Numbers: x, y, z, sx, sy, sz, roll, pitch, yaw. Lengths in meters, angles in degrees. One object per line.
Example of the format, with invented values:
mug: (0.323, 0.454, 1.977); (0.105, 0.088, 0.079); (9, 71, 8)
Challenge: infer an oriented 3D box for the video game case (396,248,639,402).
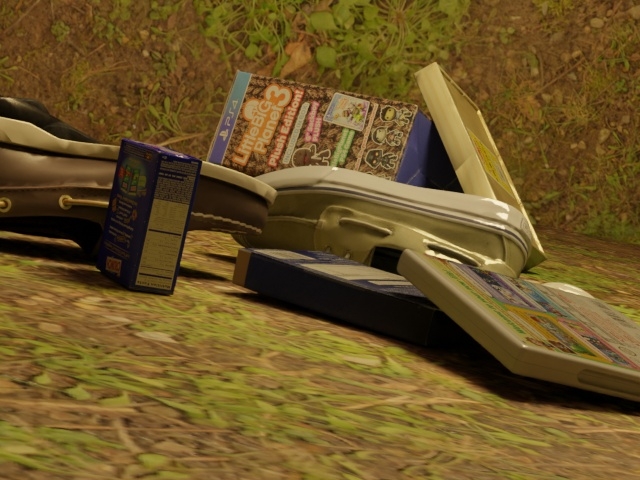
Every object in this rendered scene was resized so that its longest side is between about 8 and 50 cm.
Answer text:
video game case: (0.180, 0.069, 1.190); (0.193, 0.023, 0.212); (15, 13, -24)

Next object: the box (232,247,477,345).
box: (0.057, 0.050, 1.306); (0.225, 0.036, 0.136); (15, 6, 31)

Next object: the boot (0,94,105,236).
boot: (-0.464, -0.113, 1.496); (0.445, 0.146, 0.367); (22, 12, 42)

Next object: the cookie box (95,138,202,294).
cookie box: (-0.134, -0.019, 1.244); (0.040, 0.107, 0.092); (11, 5, -26)

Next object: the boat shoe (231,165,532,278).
boat shoe: (0.046, 0.000, 1.521); (0.302, 0.109, 0.094); (5, 45, 17)

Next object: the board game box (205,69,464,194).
board game box: (0.031, -0.112, 2.245); (0.291, 0.141, 0.232); (14, -10, 29)

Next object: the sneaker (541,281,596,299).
sneaker: (0.166, 0.063, 1.388); (0.152, 0.053, 0.061); (6, 13, 12)

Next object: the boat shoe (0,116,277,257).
boat shoe: (-0.192, -0.033, 1.347); (0.324, 0.096, 0.116); (10, -11, -26)

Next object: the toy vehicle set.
toy vehicle set: (0.217, -0.099, 2.168); (0.035, 0.266, 0.166); (-29, -31, 16)
